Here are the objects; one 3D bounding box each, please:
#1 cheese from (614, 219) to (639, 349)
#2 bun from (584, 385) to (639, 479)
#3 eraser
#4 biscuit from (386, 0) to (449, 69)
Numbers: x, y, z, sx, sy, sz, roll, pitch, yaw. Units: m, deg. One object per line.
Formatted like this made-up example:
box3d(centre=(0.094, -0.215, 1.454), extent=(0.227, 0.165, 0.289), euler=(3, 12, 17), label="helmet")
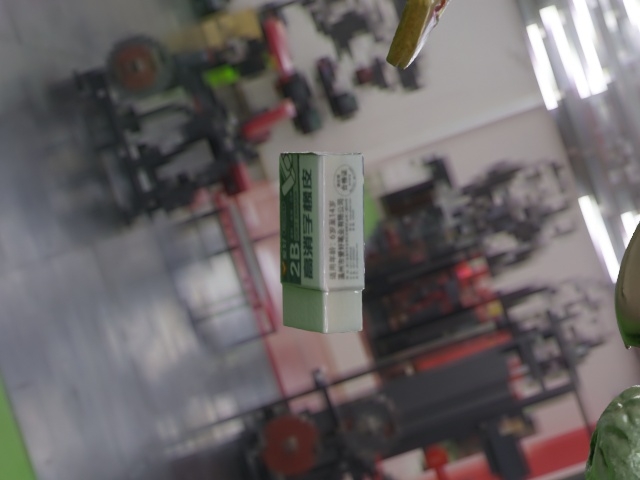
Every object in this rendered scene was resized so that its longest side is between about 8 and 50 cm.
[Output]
box3d(centre=(0.354, -0.027, 1.677), extent=(0.082, 0.286, 0.163), euler=(27, -13, -26), label="cheese")
box3d(centre=(0.330, 0.253, 1.973), extent=(0.221, 0.108, 0.221), euler=(2, 90, -89), label="bun")
box3d(centre=(0.000, 0.000, 2.207), extent=(0.124, 0.068, 0.210), euler=(6, -83, 63), label="eraser")
box3d(centre=(0.122, -0.272, 1.766), extent=(0.212, 0.041, 0.239), euler=(-5, 115, -86), label="biscuit")
